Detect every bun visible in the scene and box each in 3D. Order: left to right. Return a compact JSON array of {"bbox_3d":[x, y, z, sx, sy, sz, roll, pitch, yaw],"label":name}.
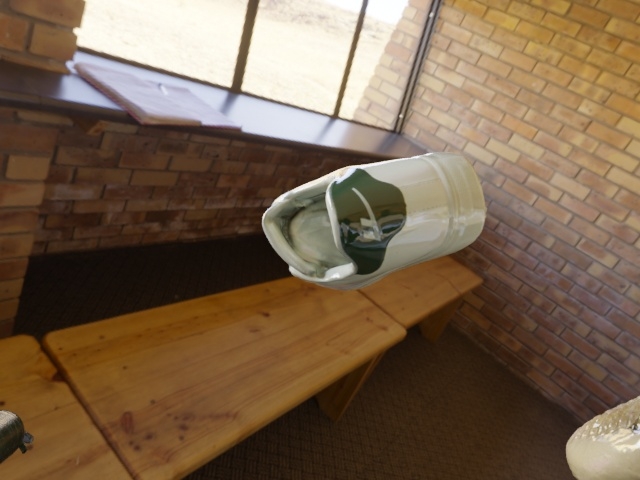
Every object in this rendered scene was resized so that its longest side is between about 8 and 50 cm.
[{"bbox_3d":[0.400,0.224,0.490,0.210,0.237,0.116,11,52,-53],"label":"bun"}]

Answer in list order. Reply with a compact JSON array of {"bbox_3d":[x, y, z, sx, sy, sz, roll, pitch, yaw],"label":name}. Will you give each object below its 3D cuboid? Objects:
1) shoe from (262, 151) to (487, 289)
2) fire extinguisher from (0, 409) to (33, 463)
[{"bbox_3d":[0.000,0.000,0.514,0.160,0.131,0.363,-10,-5,-27],"label":"shoe"},{"bbox_3d":[-0.592,0.367,0.789,0.114,0.095,0.311,46,-14,-7],"label":"fire extinguisher"}]
